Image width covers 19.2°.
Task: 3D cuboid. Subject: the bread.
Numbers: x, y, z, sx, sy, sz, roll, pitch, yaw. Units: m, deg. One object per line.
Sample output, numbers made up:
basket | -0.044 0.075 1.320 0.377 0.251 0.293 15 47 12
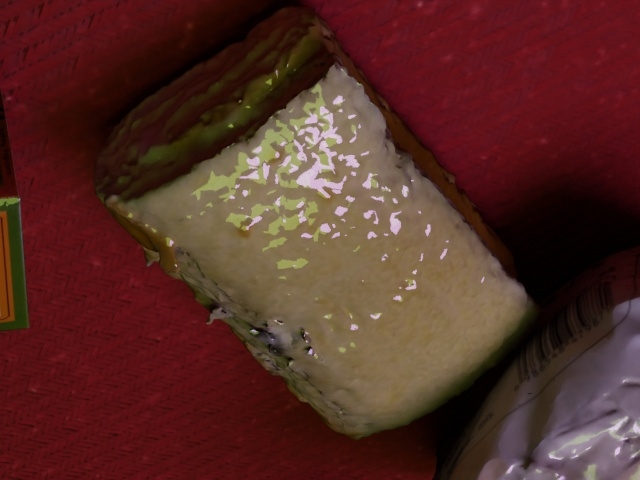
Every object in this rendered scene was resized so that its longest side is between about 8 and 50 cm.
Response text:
bread | 0.000 0.000 1.585 0.236 0.165 0.375 -34 131 8

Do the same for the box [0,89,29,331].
box | -0.330 -0.030 1.446 0.195 0.177 0.148 -7 133 -11

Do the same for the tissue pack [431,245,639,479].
tissue pack | 0.223 0.167 1.695 0.375 0.390 0.195 -40 96 16
